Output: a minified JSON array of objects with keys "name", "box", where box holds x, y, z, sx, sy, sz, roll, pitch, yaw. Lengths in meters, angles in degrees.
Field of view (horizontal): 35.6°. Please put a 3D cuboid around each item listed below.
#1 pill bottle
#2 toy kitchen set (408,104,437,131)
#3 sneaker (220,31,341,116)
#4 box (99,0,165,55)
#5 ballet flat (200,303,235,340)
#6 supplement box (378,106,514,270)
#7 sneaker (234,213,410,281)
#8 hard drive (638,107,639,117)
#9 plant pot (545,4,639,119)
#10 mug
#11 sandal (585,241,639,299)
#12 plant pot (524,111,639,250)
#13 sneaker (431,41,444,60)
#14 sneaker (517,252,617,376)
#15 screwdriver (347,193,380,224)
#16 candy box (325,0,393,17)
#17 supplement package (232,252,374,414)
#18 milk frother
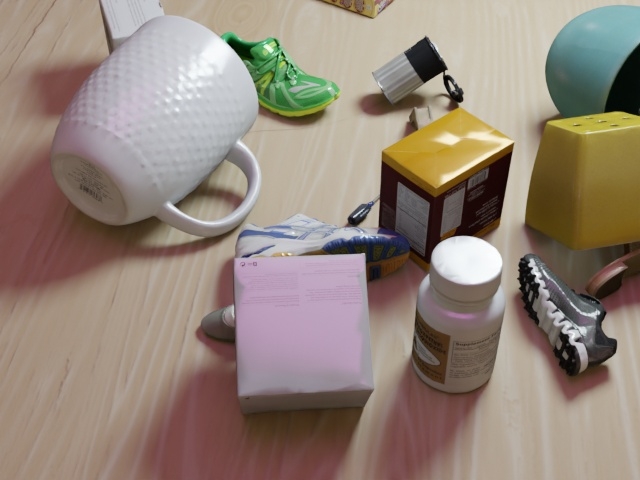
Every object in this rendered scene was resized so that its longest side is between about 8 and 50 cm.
[{"name":"pill bottle","box":[0.207,0.110,1.488,0.131,0.229,0.131,0,44,0]},{"name":"toy kitchen set","box":[0.220,-0.220,1.974,0.068,0.075,0.083,-8,84,-5]},{"name":"sneaker","box":[-0.098,-0.342,2.030,0.296,0.123,0.109,23,48,20]},{"name":"box","box":[-0.370,-0.395,2.041,0.119,0.181,0.181,-14,45,-12]},{"name":"ballet flat","box":[-0.087,0.123,1.588,0.213,0.068,0.072,6,44,6]},{"name":"supplement box","box":[0.213,-0.089,1.719,0.191,0.194,0.129,-31,52,-28]},{"name":"sneaker","box":[0.000,0.000,1.686,0.297,0.111,0.131,-4,44,-6]},{"name":"hard drive","box":[0.628,-0.182,1.784,0.054,0.254,0.172,2,46,34]},{"name":"plant pot","box":[0.575,-0.318,1.910,0.293,0.293,0.235,-20,37,-20]},{"name":"mug","box":[-0.273,-0.164,1.772,0.374,0.276,0.328,39,56,-5]},{"name":"sandal","box":[0.533,0.012,1.696,0.240,0.088,0.079,-26,56,-19]},{"name":"plant pot","box":[0.480,-0.112,1.697,0.212,0.187,0.212,-10,16,-10]},{"name":"sneaker","box":[0.239,-0.403,2.163,0.037,0.032,0.083,-10,44,-12]},{"name":"sneaker","box":[0.399,0.112,1.603,0.106,0.078,0.234,-10,49,-14]},{"name":"screwdriver","box":[0.105,-0.074,1.834,0.025,0.024,0.170,50,50,5]},{"name":"candy box","box":[0.075,-0.594,2.345,0.187,0.053,0.109,24,49,24]},{"name":"supplement package","box":[-0.028,0.139,1.464,0.194,0.149,0.203,-2,71,-4]},{"name":"milk frother","box":[0.203,-0.318,2.037,0.135,0.129,0.143,-33,77,14]}]
